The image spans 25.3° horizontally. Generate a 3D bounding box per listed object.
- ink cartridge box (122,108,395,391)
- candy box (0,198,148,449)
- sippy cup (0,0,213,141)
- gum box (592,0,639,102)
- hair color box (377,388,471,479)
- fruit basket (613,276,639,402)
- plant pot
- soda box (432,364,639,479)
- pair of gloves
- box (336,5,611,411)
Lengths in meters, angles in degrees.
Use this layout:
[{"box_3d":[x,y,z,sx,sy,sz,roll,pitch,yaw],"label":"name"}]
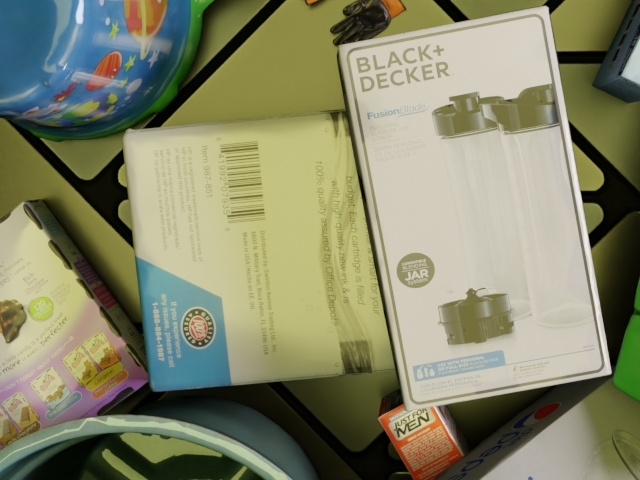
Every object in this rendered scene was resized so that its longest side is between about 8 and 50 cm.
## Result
[{"box_3d":[0.000,0.000,1.237,0.307,0.129,0.223,-5,94,3],"label":"ink cartridge box"},{"box_3d":[-0.267,0.088,1.290,0.165,0.070,0.196,-35,92,5],"label":"candy box"},{"box_3d":[-0.236,-0.193,1.179,0.240,0.224,0.305,39,102,4],"label":"sippy cup"},{"box_3d":[0.286,-0.195,1.179,0.041,0.184,0.157,25,96,1],"label":"gum box"},{"box_3d":[0.114,0.209,1.263,0.053,0.093,0.167,-29,91,6],"label":"hair color box"},{"box_3d":[0.446,0.028,1.101,0.392,0.283,0.392,-3,85,32],"label":"fruit basket"},{"box_3d":[-0.125,0.278,1.162,0.341,0.334,0.341,0,94,3],"label":"plant pot"},{"box_3d":[0.172,0.210,1.180,0.286,0.091,0.098,-29,91,-37],"label":"soda box"},{"box_3d":[0.027,-0.217,1.272,0.074,0.010,0.083,-35,107,2],"label":"pair of gloves"},{"box_3d":[0.117,-0.026,1.121,0.169,0.087,0.290,-9,93,2],"label":"box"}]
